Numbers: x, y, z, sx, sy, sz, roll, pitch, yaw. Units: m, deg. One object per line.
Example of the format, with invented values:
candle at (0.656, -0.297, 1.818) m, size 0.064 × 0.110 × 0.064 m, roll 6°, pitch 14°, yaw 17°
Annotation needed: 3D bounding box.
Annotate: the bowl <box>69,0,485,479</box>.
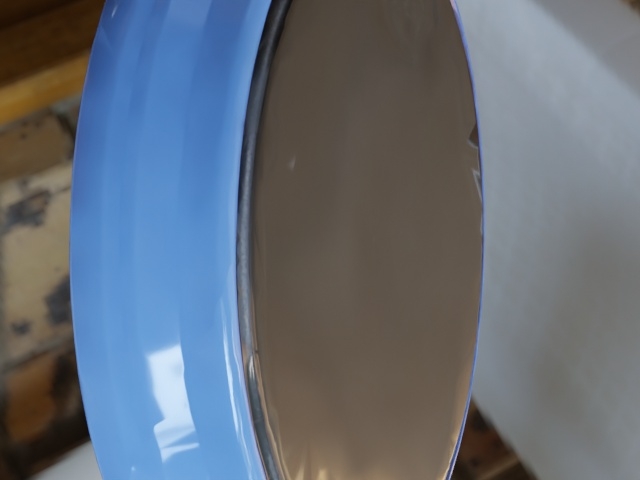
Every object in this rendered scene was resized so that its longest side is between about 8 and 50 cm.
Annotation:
bowl at (0.000, 0.000, 0.936) m, size 0.077 × 0.391 × 0.391 m, roll 1°, pitch 120°, yaw 22°
